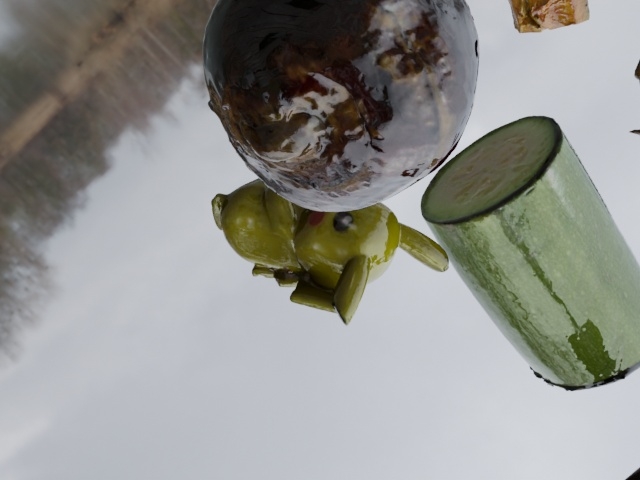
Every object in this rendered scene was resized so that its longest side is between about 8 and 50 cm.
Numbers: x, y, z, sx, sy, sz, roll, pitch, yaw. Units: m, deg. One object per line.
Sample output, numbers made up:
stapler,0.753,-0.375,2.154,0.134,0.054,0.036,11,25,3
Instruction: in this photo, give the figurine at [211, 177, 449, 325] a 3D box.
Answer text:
figurine,-0.006,-0.002,1.518,0.327,0.169,0.218,13,-145,36

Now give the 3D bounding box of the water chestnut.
water chestnut,0.021,-0.139,0.839,0.224,0.223,0.238,-38,-165,25

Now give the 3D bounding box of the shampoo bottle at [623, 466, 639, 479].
shampoo bottle,0.536,0.395,1.672,0.236,0.067,0.068,-32,147,-19

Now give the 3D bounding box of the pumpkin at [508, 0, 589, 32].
pumpkin,0.257,-0.279,1.207,0.101,0.073,0.035,-5,-151,31

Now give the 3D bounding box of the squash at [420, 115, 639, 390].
squash,0.361,0.030,1.662,0.263,0.384,0.263,-31,-156,15

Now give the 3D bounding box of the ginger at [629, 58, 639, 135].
ginger,0.804,-0.290,2.340,0.254,0.418,0.176,-7,-132,38
